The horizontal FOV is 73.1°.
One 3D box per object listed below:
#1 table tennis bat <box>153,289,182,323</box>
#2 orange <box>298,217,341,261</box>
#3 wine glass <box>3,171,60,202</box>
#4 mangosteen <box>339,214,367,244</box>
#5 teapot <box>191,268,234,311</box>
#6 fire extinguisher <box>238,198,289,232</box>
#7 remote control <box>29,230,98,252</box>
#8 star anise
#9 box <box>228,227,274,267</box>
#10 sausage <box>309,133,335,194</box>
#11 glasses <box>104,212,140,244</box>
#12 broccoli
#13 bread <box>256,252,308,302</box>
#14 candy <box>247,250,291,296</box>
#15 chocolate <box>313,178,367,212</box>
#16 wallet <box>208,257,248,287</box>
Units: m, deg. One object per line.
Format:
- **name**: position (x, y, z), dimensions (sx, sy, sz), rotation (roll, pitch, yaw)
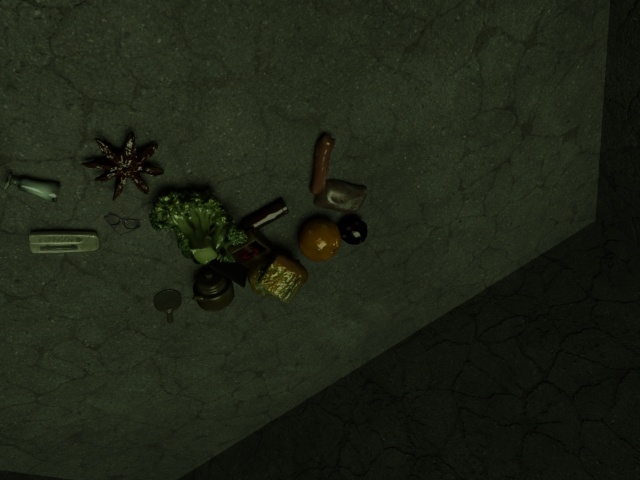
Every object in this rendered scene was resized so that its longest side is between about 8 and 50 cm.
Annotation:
- **table tennis bat**: position (-0.752, 0.327, 2.136), dimensions (0.130, 0.022, 0.235), rotation (-8, 132, -23)
- **orange**: position (-0.002, -0.001, 2.087), dimensions (0.219, 0.193, 0.220), rotation (-14, 120, -25)
- **wine glass**: position (-0.986, -0.182, 1.480), dimensions (0.155, 0.072, 0.072), rotation (17, 122, -37)
- **mangosteen**: position (0.168, -0.055, 2.163), dimensions (0.152, 0.153, 0.153), rotation (-15, 136, -14)
- **teapot**: position (-0.500, 0.205, 2.034), dimensions (0.268, 0.185, 0.176), rotation (-48, 151, -37)
- **fire extinguisher**: position (-0.267, -0.087, 1.942), dimensions (0.267, 0.072, 0.089), rotation (-29, 134, 1)
- **remote control**: position (-0.987, 0.001, 1.669), dimensions (0.230, 0.049, 0.090), rotation (-1, 132, -27)
- **star anise**: position (-0.700, -0.263, 1.537), dimensions (0.287, 0.088, 0.288), rotation (-13, 136, -13)
- **box**: position (-0.324, 0.040, 1.982), dimensions (0.159, 0.071, 0.240), rotation (-26, 159, 5)
- **sausage**: position (0.003, -0.316, 1.861), dimensions (0.078, 0.078, 0.305), rotation (-7, 134, -21)
- **glasses**: position (-0.779, -0.042, 1.695), dimensions (0.139, 0.104, 0.063), rotation (19, 122, -35)
- **broccoli**: position (-0.478, -0.045, 1.739), dimensions (0.277, 0.318, 0.338), rotation (-33, 163, -1)
- **bread**: position (-0.155, 0.181, 2.058), dimensions (0.204, 0.162, 0.262), rotation (-56, 144, 1)
- **candy**: position (-0.242, 0.167, 2.180), dimensions (0.259, 0.118, 0.260), rotation (-14, 131, -17)
- **chocolate**: position (0.104, -0.192, 2.028), dimensions (0.261, 0.083, 0.161), rotation (5, 127, -30)
- **wallet**: position (-0.426, 0.122, 2.031), dimensions (0.025, 0.124, 0.244), rotation (-14, 145, 27)
